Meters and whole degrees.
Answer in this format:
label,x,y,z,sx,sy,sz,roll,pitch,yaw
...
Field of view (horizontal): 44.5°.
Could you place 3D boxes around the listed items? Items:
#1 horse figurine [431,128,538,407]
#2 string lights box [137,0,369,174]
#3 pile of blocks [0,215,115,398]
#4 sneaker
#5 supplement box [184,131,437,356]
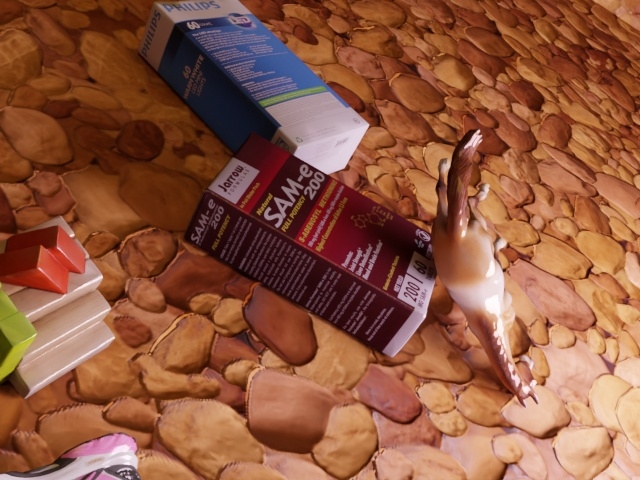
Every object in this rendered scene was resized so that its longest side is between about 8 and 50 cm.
label,x,y,z,sx,sy,sz,roll,pitch,yaw
horse figurine,0.162,0.023,0.801,0.066,0.263,0.174,-11,35,21
string lights box,-0.081,-0.183,0.930,0.260,0.077,0.133,46,41,18
pile of blocks,-0.297,0.046,0.503,0.362,0.112,0.149,-2,61,-38
sneaker,-0.185,0.185,0.491,0.178,0.072,0.077,-16,69,-35
supplement box,0.000,0.000,0.794,0.239,0.073,0.130,29,38,-1
